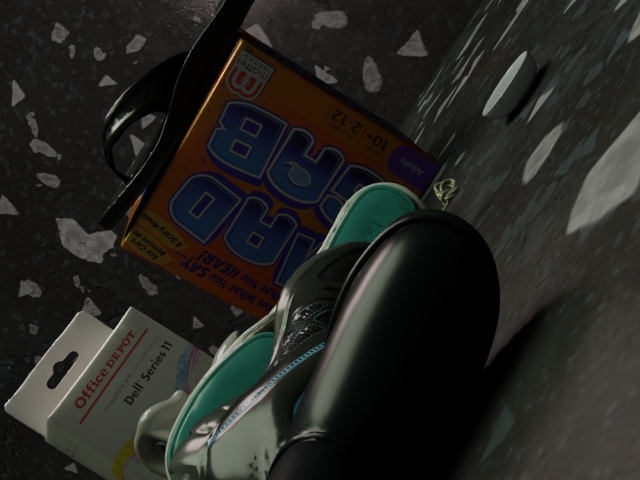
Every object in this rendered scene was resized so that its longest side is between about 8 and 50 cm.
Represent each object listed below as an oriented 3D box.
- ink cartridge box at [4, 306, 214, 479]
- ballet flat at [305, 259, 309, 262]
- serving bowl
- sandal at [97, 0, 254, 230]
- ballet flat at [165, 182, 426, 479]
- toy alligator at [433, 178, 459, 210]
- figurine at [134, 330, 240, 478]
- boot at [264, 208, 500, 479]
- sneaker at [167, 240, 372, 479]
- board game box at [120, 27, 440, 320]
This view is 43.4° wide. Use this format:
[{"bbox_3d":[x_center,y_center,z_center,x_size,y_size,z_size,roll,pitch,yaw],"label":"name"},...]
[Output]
[{"bbox_3d":[-0.251,0.245,1.165,0.207,0.353,0.119,-59,3,-33],"label":"ink cartridge box"},{"bbox_3d":[-0.002,0.105,1.054,0.250,0.084,0.058,103,155,-56],"label":"ballet flat"},{"bbox_3d":[0.215,-0.168,0.896,0.083,0.027,0.083,-57,2,3],"label":"serving bowl"},{"bbox_3d":[-0.238,-0.227,1.213,0.446,0.107,0.167,-61,16,-1],"label":"sandal"},{"bbox_3d":[-0.008,0.118,0.883,0.400,0.139,0.139,-54,2,-9],"label":"ballet flat"},{"bbox_3d":[0.095,0.019,0.703,0.190,0.056,0.051,-60,-37,-45],"label":"toy alligator"},{"bbox_3d":[-0.127,0.244,0.990,0.209,0.092,0.215,-51,-40,-55],"label":"figurine"},{"bbox_3d":[0.018,0.113,0.395,0.247,0.094,0.207,-64,-3,13],"label":"boot"},{"bbox_3d":[0.017,0.112,0.677,0.139,0.125,0.341,-23,23,37],"label":"sneaker"},{"bbox_3d":[-0.078,-0.106,1.363,0.357,0.356,0.356,-57,16,11],"label":"board game box"}]
